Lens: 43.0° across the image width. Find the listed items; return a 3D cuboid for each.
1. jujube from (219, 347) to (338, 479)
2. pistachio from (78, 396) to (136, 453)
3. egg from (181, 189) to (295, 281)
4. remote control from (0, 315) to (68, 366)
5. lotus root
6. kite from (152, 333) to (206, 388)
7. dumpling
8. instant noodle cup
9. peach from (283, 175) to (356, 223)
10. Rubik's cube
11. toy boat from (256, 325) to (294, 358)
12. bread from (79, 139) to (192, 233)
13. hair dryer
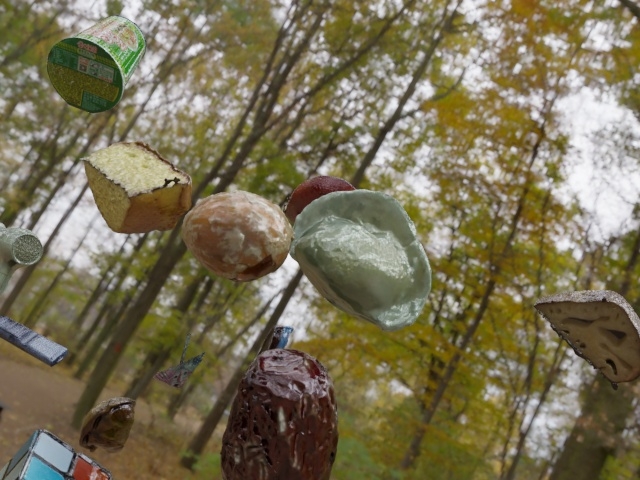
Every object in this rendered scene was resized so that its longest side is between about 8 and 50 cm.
[{"bbox_3d":[-0.085,0.426,1.771,0.258,0.377,0.258,9,26,-5],"label":"jujube"},{"bbox_3d":[-0.543,0.473,2.091,0.130,0.165,0.210,41,-53,11],"label":"pistachio"},{"bbox_3d":[-0.172,-0.010,1.698,0.233,0.195,0.195,9,-8,-16],"label":"egg"},{"bbox_3d":[-0.522,0.176,1.445,0.152,0.043,0.027,25,-58,15],"label":"remote control"},{"bbox_3d":[0.626,0.197,1.821,0.261,0.074,0.170,51,-54,7],"label":"lotus root"},{"bbox_3d":[-0.294,0.259,1.713,0.005,0.137,0.153,35,-49,33],"label":"kite"},{"bbox_3d":[0.079,0.054,1.781,0.320,0.212,0.270,37,-50,-7],"label":"dumpling"},{"bbox_3d":[-0.564,-0.472,2.108,0.207,0.233,0.207,6,-53,8],"label":"instant noodle cup"},{"bbox_3d":[-0.001,-0.083,2.255,0.279,0.068,0.189,-7,-76,31],"label":"peach"},{"bbox_3d":[-0.497,0.477,1.456,0.180,0.167,0.183,39,7,-18],"label":"Rubik's cube"},{"bbox_3d":[-0.142,0.368,2.568,0.097,0.223,0.100,22,12,-23],"label":"toy boat"},{"bbox_3d":[-0.319,-0.079,1.426,0.260,0.129,0.134,29,-49,49],"label":"bread"},{"bbox_3d":[-0.642,0.080,1.578,0.075,0.237,0.206,32,-15,-38],"label":"hair dryer"}]
